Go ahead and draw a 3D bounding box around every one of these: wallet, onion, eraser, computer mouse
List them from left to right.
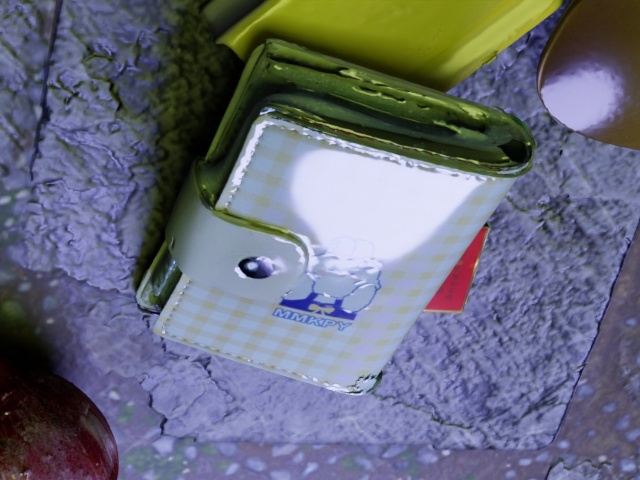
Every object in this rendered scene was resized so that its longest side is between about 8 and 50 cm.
[{"bbox_3d":[-0.245,0.154,1.253,0.159,0.159,0.195,-19,115,-3],"label":"onion"},{"bbox_3d":[0.000,0.000,1.204,0.223,0.077,0.309,12,140,-17],"label":"wallet"},{"bbox_3d":[0.050,-0.170,1.160,0.226,0.069,0.158,-37,125,10],"label":"eraser"},{"bbox_3d":[0.310,-0.138,1.233,0.310,0.072,0.158,2,135,-28],"label":"computer mouse"}]

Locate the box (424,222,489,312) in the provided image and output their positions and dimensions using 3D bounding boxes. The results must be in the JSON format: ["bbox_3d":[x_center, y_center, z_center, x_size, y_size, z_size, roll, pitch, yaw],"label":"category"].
[{"bbox_3d":[0.066,0.017,1.326,0.133,0.023,0.090,4,121,-20],"label":"box"}]
